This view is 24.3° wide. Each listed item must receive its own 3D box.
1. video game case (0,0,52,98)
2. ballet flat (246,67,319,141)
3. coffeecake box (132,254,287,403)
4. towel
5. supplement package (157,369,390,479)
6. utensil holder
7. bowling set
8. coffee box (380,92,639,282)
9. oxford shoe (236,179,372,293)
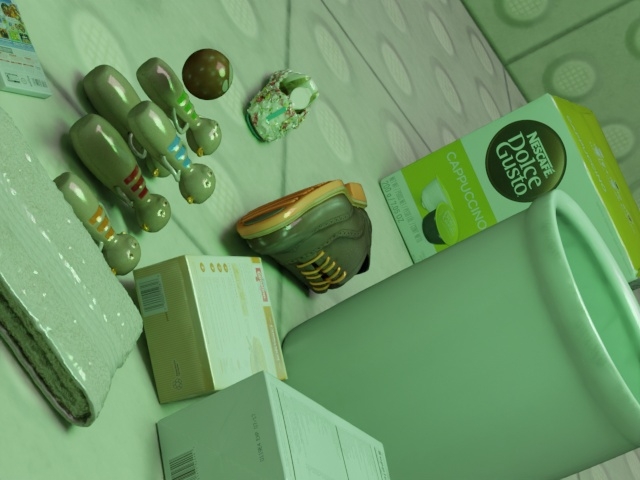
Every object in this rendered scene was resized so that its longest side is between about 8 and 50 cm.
[{"bbox_3d":[-0.326,-0.207,1.545,0.087,0.011,0.122,2,63,-67],"label":"video game case"},{"bbox_3d":[-0.042,-0.202,2.160,0.091,0.077,0.241,57,20,-14],"label":"ballet flat"},{"bbox_3d":[-0.114,0.092,1.585,0.185,0.068,0.142,4,71,-68],"label":"coffeecake box"},{"bbox_3d":[-0.263,0.015,1.368,0.282,0.049,0.187,57,21,-17],"label":"towel"},{"bbox_3d":[-0.035,0.254,1.514,0.244,0.134,0.139,39,31,-49],"label":"supplement package"},{"bbox_3d":[0.190,0.162,1.826,0.327,0.385,0.327,51,24,-33],"label":"utensil holder"},{"bbox_3d":[-0.156,-0.096,1.576,0.154,0.200,0.287,53,26,-30],"label":"bowling set"},{"bbox_3d":[0.359,-0.022,2.560,0.337,0.334,0.338,67,20,9],"label":"coffee box"},{"bbox_3d":[0.000,0.000,1.945,0.364,0.130,0.132,-10,81,-70],"label":"oxford shoe"}]
